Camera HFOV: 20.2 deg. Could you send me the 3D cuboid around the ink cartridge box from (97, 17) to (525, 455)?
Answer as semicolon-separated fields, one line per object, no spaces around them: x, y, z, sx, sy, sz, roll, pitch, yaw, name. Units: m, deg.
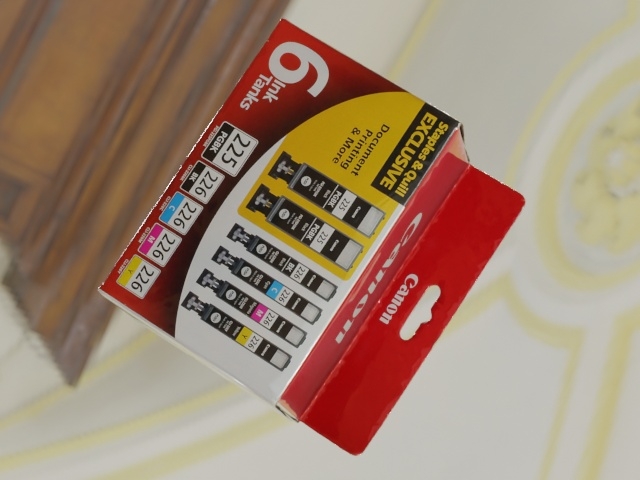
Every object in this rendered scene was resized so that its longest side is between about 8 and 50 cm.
0.000;0.000;1.670;0.309;0.271;0.130;-57;165;-7;ink cartridge box
